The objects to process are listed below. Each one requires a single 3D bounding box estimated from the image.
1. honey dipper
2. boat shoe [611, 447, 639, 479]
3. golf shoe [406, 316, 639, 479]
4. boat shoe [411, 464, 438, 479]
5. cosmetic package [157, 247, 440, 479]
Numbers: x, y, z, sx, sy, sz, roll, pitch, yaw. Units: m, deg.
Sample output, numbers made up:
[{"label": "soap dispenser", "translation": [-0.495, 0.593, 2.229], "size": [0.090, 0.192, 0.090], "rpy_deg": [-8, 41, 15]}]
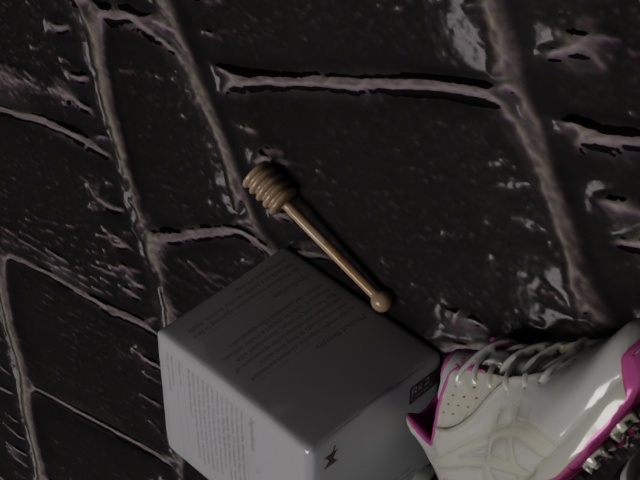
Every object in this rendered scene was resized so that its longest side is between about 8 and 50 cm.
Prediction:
[{"label": "honey dipper", "translation": [0.000, 0.000, 1.196], "size": [0.161, 0.030, 0.030], "rpy_deg": [46, 147, 9]}, {"label": "boat shoe", "translation": [0.284, 0.275, 0.987], "size": [0.302, 0.114, 0.091], "rpy_deg": [55, 142, 3]}, {"label": "golf shoe", "translation": [0.146, 0.120, 1.036], "size": [0.140, 0.115, 0.306], "rpy_deg": [51, 146, 14]}, {"label": "boat shoe", "translation": [0.115, 0.316, 1.232], "size": [0.079, 0.095, 0.254], "rpy_deg": [8, 99, 32]}, {"label": "cosmetic package", "translation": [-0.019, 0.135, 1.224], "size": [0.183, 0.151, 0.151], "rpy_deg": [35, 143, 31]}]
